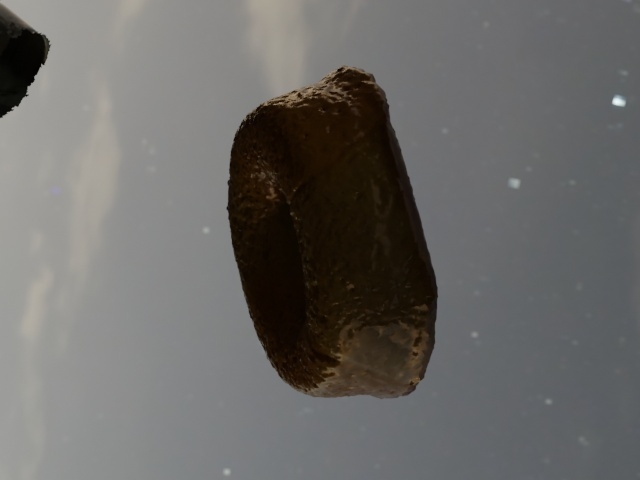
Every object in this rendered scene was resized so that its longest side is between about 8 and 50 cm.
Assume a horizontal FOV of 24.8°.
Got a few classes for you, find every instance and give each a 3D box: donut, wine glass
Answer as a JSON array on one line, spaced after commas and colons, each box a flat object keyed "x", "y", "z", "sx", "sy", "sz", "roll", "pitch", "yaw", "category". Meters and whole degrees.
[{"x": 0.000, "y": 0.000, "z": 1.291, "sx": 0.303, "sy": 0.110, "sz": 0.303, "roll": 171, "pitch": -90, "yaw": -71, "category": "donut"}, {"x": -0.356, "y": -0.195, "z": 1.318, "sx": 0.111, "sy": 0.204, "sz": 0.111, "roll": -55, "pitch": 167, "yaw": -19, "category": "wine glass"}]
